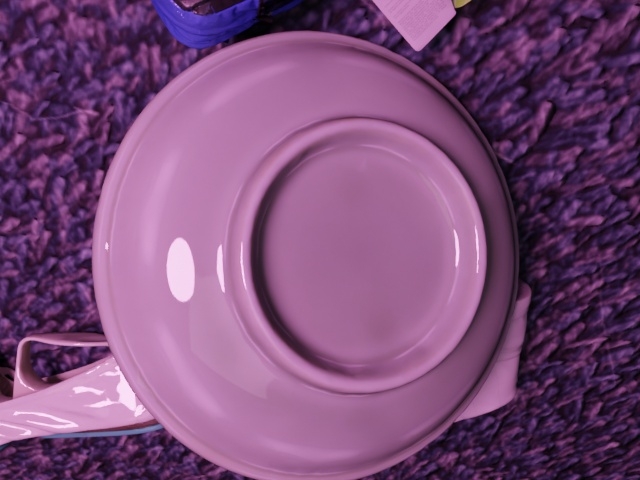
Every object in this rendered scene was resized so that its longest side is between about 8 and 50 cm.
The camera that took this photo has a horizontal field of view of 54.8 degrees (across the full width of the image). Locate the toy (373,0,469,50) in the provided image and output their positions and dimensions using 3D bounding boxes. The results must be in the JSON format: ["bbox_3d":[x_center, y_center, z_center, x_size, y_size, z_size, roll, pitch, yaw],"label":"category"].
[{"bbox_3d":[0.051,-0.289,0.499,0.137,0.056,0.237,-44,114,11],"label":"toy"}]

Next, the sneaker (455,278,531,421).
[{"bbox_3d":[0.083,0.136,0.688,0.293,0.108,0.169,-4,114,2],"label":"sneaker"}]

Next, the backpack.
[{"bbox_3d":[-0.078,-0.209,0.498,0.120,0.101,0.098,-34,84,-18],"label":"backpack"}]

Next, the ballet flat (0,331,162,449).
[{"bbox_3d":[-0.355,0.179,0.723,0.401,0.139,0.139,-12,116,3],"label":"ballet flat"}]

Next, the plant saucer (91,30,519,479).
[{"bbox_3d":[0.023,0.013,0.514,0.401,0.101,0.399,0,89,-21],"label":"plant saucer"}]
